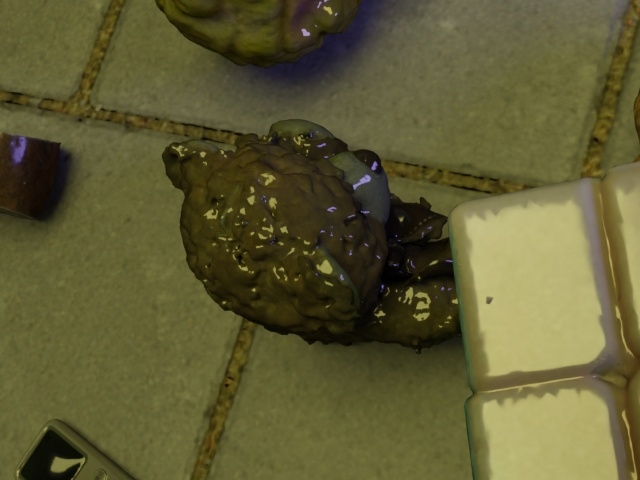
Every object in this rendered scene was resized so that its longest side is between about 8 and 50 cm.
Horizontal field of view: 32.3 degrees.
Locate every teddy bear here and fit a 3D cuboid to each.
[{"bbox_3d":[0.000,0.000,0.813,0.267,0.256,0.156,37,93,27],"label":"teddy bear"}]

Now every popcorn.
[{"bbox_3d":[-0.051,-0.265,0.927,0.212,0.259,0.259,-11,68,-6],"label":"popcorn"}]

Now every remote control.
[{"bbox_3d":[-0.156,0.240,0.914,0.261,0.029,0.067,32,86,26],"label":"remote control"}]

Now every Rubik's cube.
[{"bbox_3d":[0.271,0.138,0.627,0.319,0.322,0.316,-11,71,16],"label":"Rubik's cube"}]

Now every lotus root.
[{"bbox_3d":[-0.310,-0.071,1.027,0.122,0.112,0.081,12,85,22],"label":"lotus root"}]

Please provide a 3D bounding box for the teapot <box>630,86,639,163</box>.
[{"bbox_3d":[0.326,-0.066,0.770,0.311,0.167,0.203,-38,30,7],"label":"teapot"}]
